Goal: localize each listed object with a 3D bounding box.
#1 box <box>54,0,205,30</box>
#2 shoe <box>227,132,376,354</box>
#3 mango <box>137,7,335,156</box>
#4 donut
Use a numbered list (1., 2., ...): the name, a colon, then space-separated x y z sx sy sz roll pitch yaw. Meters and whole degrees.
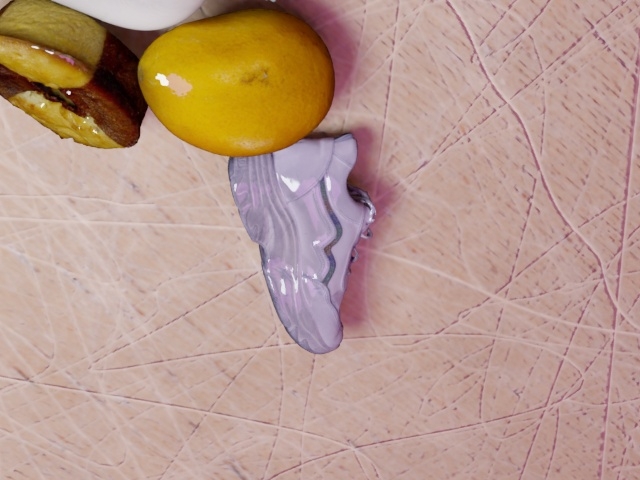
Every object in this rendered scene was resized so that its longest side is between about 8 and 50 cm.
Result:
1. box: -0.222 -0.352 1.618 0.349 0.141 0.288 20 117 -17
2. shoe: 0.000 0.000 1.895 0.138 0.095 0.245 -16 116 7
3. mango: -0.082 -0.151 1.748 0.219 0.112 0.145 1 110 -40
4. donut: -0.241 -0.160 1.741 0.184 0.073 0.166 34 155 -20
